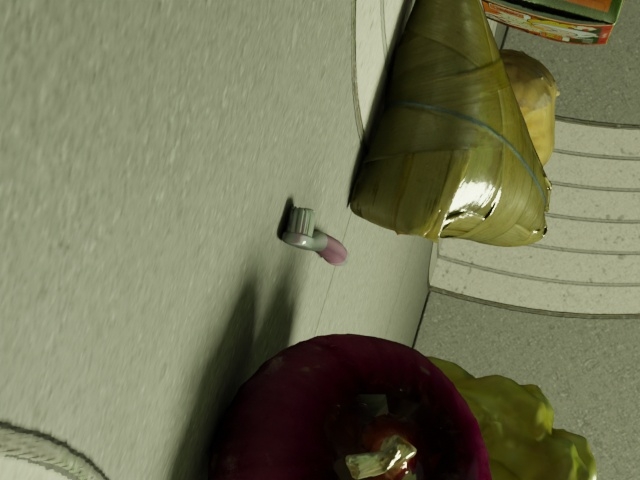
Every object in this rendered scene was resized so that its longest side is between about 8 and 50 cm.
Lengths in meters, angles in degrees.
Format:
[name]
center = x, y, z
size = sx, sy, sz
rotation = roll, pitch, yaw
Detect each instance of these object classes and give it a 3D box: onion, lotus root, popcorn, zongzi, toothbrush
[onion]
center = 0.021, 0.141, 0.985
size = 0.153, 0.177, 0.177
rotation = -36, -164, 32
[lotus root]
center = 0.227, -0.159, 2.115
size = 0.342, 0.152, 0.169
rotation = -55, 148, -74
[popcorn]
center = 0.067, 0.195, 1.181
size = 0.241, 0.250, 0.235
rotation = -68, 164, -53
[zongzi]
center = 0.131, -0.122, 1.414
size = 0.228, 0.115, 0.256
rotation = 7, 90, -57
[toothbrush]
center = 0.000, 0.000, 1.138
size = 0.286, 0.020, 0.025
rotation = 36, 64, -83

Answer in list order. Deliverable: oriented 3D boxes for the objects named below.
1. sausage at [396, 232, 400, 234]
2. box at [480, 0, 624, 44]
[sausage]
center = 0.100, -0.099, 1.516
size = 0.076, 0.076, 0.197
rotation = -33, 141, -80
[box]
center = 0.245, -0.301, 1.773
size = 0.195, 0.178, 0.148
rotation = -12, 118, -83
